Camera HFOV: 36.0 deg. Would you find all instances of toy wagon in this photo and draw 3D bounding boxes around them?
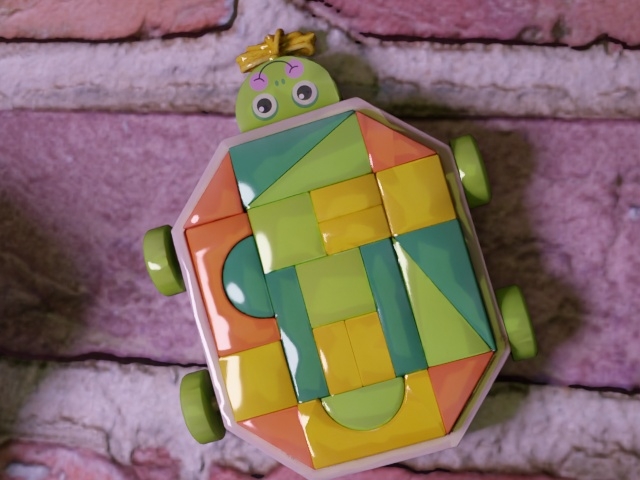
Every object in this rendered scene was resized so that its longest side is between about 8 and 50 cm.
[{"bbox_3d":[0.000,0.000,0.746,0.267,0.068,0.344,-16,84,7],"label":"toy wagon"}]
